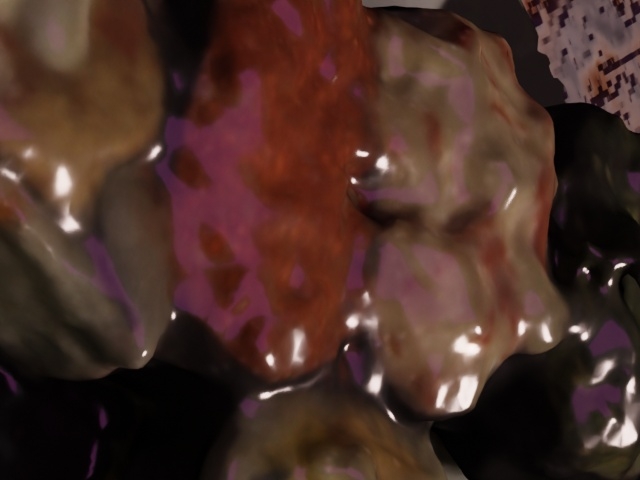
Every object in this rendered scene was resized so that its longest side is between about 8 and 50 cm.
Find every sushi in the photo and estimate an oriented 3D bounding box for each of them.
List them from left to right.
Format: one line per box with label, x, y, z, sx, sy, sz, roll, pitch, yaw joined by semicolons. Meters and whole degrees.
sushi;0.000;0.000;0.384;0.320;0.069;0.339;-37;105;-45
